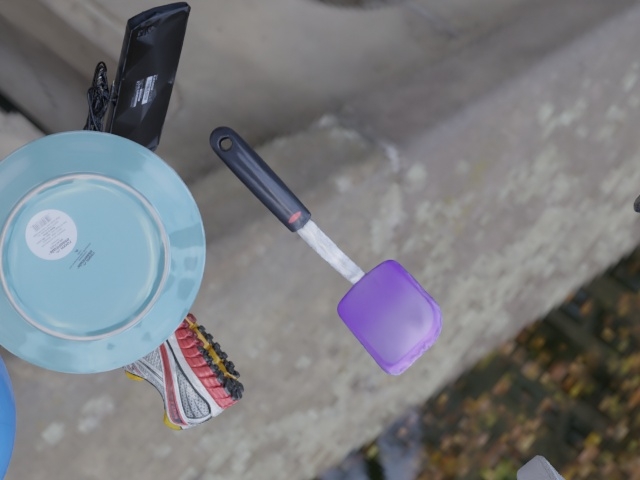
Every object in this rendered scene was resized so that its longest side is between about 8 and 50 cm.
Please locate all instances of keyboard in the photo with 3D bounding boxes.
[{"bbox_3d":[-0.186,-0.151,1.585,0.100,0.038,0.192,-24,147,-37],"label":"keyboard"}]

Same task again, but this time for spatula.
[{"bbox_3d":[0.000,0.000,1.599,0.084,0.296,0.030,-43,-173,7],"label":"spatula"}]

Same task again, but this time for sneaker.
[{"bbox_3d":[-0.178,0.093,1.682,0.093,0.225,0.088,-38,164,11],"label":"sneaker"}]

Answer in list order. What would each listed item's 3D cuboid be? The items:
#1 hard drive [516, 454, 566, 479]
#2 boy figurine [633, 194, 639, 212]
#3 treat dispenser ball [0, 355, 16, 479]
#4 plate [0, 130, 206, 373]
[{"bbox_3d":[0.323,0.367,1.650,0.040,0.203,0.307,-41,110,6],"label":"hard drive"},{"bbox_3d":[0.379,0.001,1.196,0.177,0.285,0.092,-58,175,-16],"label":"boy figurine"},{"bbox_3d":[-0.453,0.184,1.671,0.288,0.288,0.288,-34,146,-28],"label":"treat dispenser ball"},{"bbox_3d":[-0.179,0.011,1.249,0.188,0.188,0.024,-52,-166,1],"label":"plate"}]
